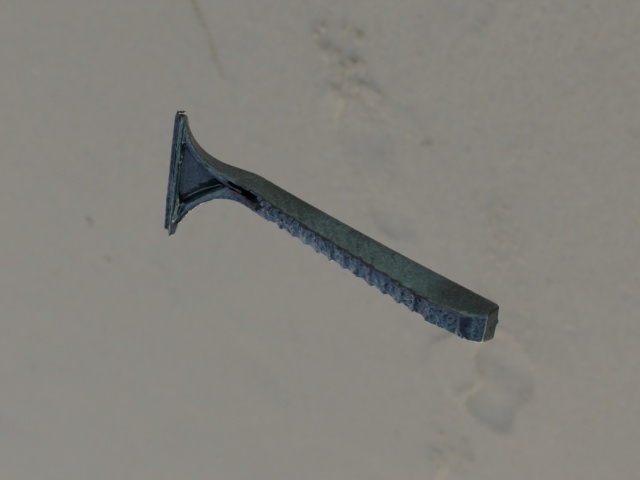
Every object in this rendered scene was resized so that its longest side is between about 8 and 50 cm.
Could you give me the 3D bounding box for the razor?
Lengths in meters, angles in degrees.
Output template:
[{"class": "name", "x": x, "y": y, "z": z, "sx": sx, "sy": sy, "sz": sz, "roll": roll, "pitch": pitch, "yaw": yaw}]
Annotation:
[{"class": "razor", "x": 0.004, "y": -0.002, "z": 0.672, "sx": 0.190, "sy": 0.033, "sz": 0.066, "roll": 27, "pitch": 123, "yaw": 32}]
